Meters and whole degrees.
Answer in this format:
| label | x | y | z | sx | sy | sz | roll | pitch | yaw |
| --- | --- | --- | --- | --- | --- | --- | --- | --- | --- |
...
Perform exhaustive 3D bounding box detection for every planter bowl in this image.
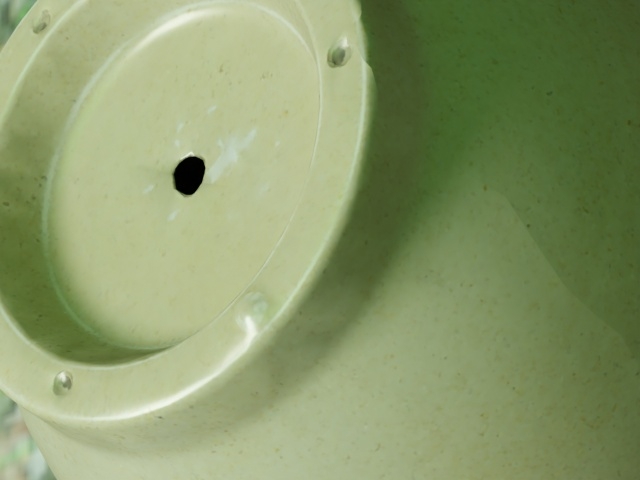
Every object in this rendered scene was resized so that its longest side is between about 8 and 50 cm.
| label | x | y | z | sx | sy | sz | roll | pitch | yaw |
| --- | --- | --- | --- | --- | --- | --- | --- | --- | --- |
| planter bowl | 0.000 | 0.000 | 0.372 | 0.162 | 0.109 | 0.162 | -16 | 62 | 33 |
